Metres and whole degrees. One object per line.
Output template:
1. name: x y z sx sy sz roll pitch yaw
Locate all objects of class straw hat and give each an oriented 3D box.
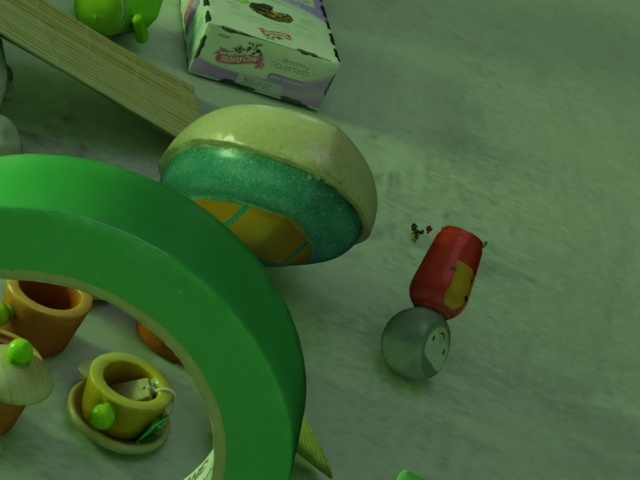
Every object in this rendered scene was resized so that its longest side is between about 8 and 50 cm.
1. straw hat: -0.053 0.147 1.384 0.061 0.144 0.144 -31 52 -10

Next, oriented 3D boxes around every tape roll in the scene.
1. tape roll: -0.172 0.103 1.099 0.321 0.321 0.077 23 30 -5

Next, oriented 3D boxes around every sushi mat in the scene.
1. sushi mat: -0.232 -0.185 1.726 0.316 0.019 0.151 30 23 -39

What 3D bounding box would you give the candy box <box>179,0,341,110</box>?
1. candy box: -0.075 -0.248 2.006 0.165 0.070 0.196 16 30 -18

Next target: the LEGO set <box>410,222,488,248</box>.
1. LEGO set: 0.134 0.004 1.820 0.083 0.023 0.054 17 25 11

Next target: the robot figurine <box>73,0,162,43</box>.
1. robot figurine: -0.228 -0.265 1.916 0.101 0.067 0.115 38 31 23

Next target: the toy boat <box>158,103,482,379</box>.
1. toy boat: 0.000 0.000 1.559 0.318 0.148 0.267 29 -17 -14

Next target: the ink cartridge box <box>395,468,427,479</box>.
1. ink cartridge box: 0.090 0.286 1.247 0.154 0.093 0.212 26 27 2

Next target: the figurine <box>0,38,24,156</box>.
1. figurine: -0.373 -0.132 1.583 0.215 0.092 0.209 10 41 -28

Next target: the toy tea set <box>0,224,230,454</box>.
1. toy tea set: -0.171 0.054 1.383 0.200 0.124 0.336 26 29 1
